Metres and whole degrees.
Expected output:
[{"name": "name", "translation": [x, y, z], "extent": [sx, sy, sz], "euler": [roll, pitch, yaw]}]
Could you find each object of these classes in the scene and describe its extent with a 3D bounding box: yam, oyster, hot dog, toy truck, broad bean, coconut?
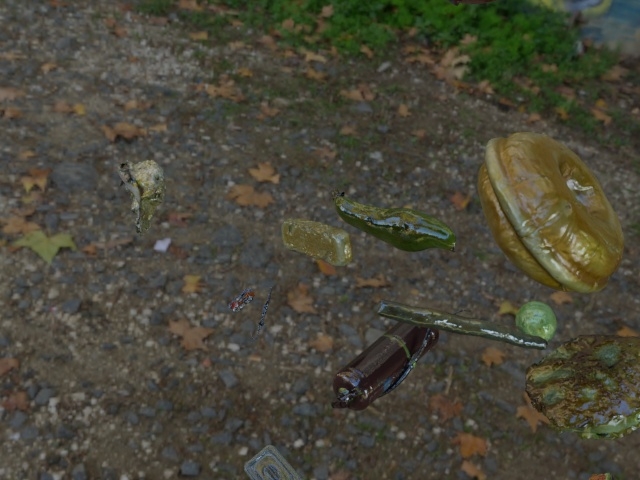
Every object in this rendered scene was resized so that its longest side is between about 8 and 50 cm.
[{"name": "yam", "translation": [0.183, 0.107, 0.900], "extent": [0.234, 0.027, 0.029], "euler": [13, 51, -12]}, {"name": "oyster", "translation": [-0.301, -0.082, 1.208], "extent": [0.072, 0.209, 0.133], "euler": [-14, 68, -16]}, {"name": "hot dog", "translation": [0.000, 0.000, 1.681], "extent": [0.073, 0.084, 0.242], "euler": [-12, 17, -36]}, {"name": "toy truck", "translation": [-0.194, 0.147, 1.729], "extent": [0.024, 0.083, 0.032], "euler": [1, 53, -49]}, {"name": "broad bean", "translation": [0.120, -0.038, 1.355], "extent": [0.325, 0.067, 0.075], "euler": [24, 74, 35]}, {"name": "coconut", "translation": [0.454, 0.172, 1.493], "extent": [0.087, 0.088, 0.096], "euler": [20, 16, 16]}]

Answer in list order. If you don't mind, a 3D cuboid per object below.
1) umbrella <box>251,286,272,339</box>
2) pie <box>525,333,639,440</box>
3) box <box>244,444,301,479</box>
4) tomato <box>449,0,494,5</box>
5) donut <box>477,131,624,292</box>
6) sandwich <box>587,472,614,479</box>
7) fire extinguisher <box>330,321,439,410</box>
[{"name": "umbrella", "translation": [-0.151, 0.196, 1.905], "extent": [0.022, 0.149, 0.022], "euler": [20, -4, 17]}, {"name": "pie", "translation": [0.649, 0.340, 1.673], "extent": [0.354, 0.103, 0.288], "euler": [-29, 26, -18]}, {"name": "box", "translation": [-0.110, 0.552, 1.654], "extent": [0.089, 0.062, 0.122], "euler": [-36, 63, -21]}, {"name": "tomato", "translation": [0.175, -0.399, 0.764], "extent": [0.264, 0.265, 0.265], "euler": [8, 30, -4]}, {"name": "donut", "translation": [0.541, -0.069, 1.667], "extent": [0.449, 0.198, 0.449], "euler": [31, 39, -29]}, {"name": "sandwich", "translation": [0.509, 0.495, 1.372], "extent": [0.135, 0.029, 0.067], "euler": [-32, 22, 16]}, {"name": "fire extinguisher", "translation": [0.133, 0.267, 1.508], "extent": [0.341, 0.141, 0.105], "euler": [-32, 79, -42]}]
